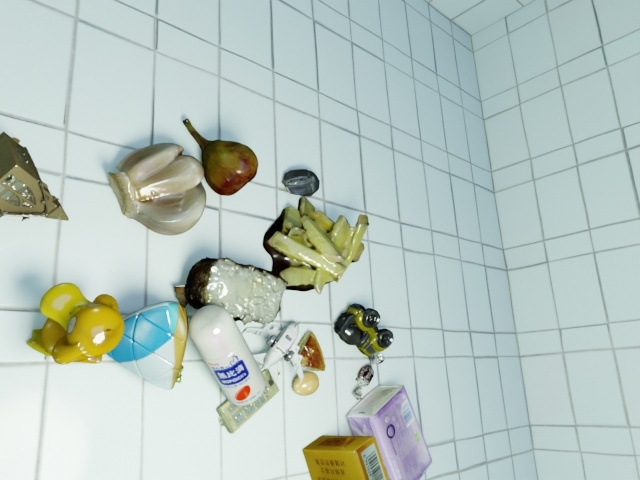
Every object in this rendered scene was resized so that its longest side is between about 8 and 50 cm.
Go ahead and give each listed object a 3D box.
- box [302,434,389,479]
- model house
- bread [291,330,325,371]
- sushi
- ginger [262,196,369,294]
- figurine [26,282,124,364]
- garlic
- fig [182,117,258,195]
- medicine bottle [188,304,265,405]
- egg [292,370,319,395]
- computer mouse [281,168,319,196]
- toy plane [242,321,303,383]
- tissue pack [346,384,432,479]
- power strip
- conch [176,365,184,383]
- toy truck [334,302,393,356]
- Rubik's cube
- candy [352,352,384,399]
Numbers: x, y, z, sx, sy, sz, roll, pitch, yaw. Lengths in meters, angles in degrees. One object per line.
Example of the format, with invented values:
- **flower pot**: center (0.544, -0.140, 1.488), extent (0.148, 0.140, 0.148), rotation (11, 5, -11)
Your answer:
- **box**: center (0.117, 0.858, 1.699), extent (0.116, 0.264, 0.415), rotation (-17, 87, -47)
- **model house**: center (-0.726, -0.102, 1.279), extent (0.176, 0.181, 0.248), rotation (-40, 143, -4)
- **bread**: center (-0.042, 0.389, 1.843), extent (0.154, 0.054, 0.136), rotation (24, 62, -44)
- **sushi**: center (-0.274, 0.162, 1.603), extent (0.343, 0.182, 0.196), rotation (18, 69, -40)
- **ginger**: center (0.000, 0.000, 1.906), extent (0.413, 0.211, 0.358), rotation (-24, 92, -46)
- **figurine**: center (-0.573, 0.211, 1.244), extent (0.215, 0.228, 0.215), rotation (14, 53, -19)
- **garlic**: center (-0.457, -0.154, 1.558), extent (0.325, 0.132, 0.279), rotation (-24, 103, -41)
- **fig**: center (-0.319, -0.291, 1.719), extent (0.191, 0.191, 0.290), rotation (-10, 68, -46)
- **medicine bottle**: center (-0.269, 0.324, 1.493), extent (0.130, 0.130, 0.341), rotation (-55, 140, -40)
- **egg**: center (-0.052, 0.491, 1.781), extent (0.096, 0.080, 0.080), rotation (0, 76, -36)
- **computer mouse**: center (-0.063, -0.226, 2.018), extent (0.192, 0.062, 0.105), rotation (-8, 82, -47)
- **toy plane**: center (-0.127, 0.346, 1.724), extent (0.251, 0.101, 0.255), rotation (42, 39, -1)
- **tissue pack**: center (0.260, 0.749, 1.949), extent (0.242, 0.160, 0.338), rotation (-23, 95, -45)
- **power strip**: center (-0.214, 0.495, 1.649), extent (0.268, 0.034, 0.092), rotation (-33, 100, -45)
- **conch**: center (-0.433, 0.358, 1.445), extent (0.121, 0.074, 0.089), rotation (44, 24, 1)
- **toy truck**: center (0.161, 0.358, 2.011), extent (0.165, 0.147, 0.224), rotation (-43, 113, -18)
- **Rubik's cube**: center (-0.465, 0.289, 1.379), extent (0.254, 0.254, 0.254), rotation (17, 66, -41)
- **candy**: center (0.186, 0.523, 2.029), extent (0.226, 0.051, 0.094), rotation (-49, 118, -39)
